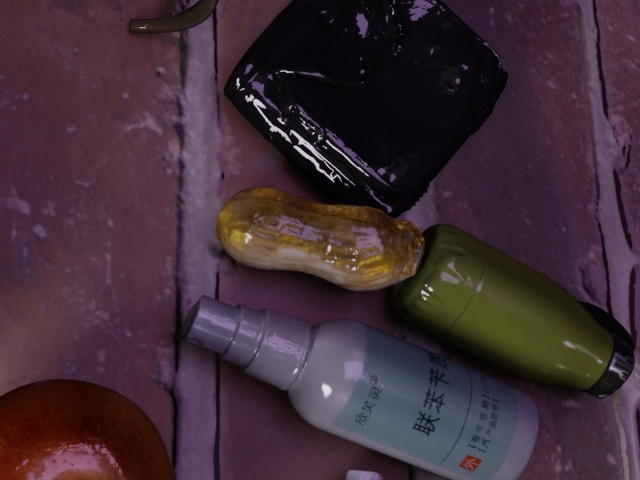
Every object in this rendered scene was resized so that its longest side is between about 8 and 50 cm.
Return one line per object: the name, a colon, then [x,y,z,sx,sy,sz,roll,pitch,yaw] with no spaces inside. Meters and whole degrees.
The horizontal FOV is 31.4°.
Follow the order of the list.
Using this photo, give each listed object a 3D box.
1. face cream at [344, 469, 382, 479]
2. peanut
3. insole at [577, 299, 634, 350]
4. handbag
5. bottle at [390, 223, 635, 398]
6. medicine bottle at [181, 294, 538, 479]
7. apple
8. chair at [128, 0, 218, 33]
face cream: [0.009,0.321,1.042,0.075,0.075,0.229,25,66,-15]
peanut: [0.000,0.000,1.120,0.207,0.087,0.087,10,69,-5]
insole: [0.276,0.085,1.273,0.188,0.004,0.064,32,64,-12]
handbag: [0.057,-0.172,1.218,0.244,0.088,0.275,43,63,-2]
bottle: [0.206,0.083,1.182,0.260,0.112,0.112,27,65,-14]
medicine bottle: [0.036,0.136,1.092,0.352,0.110,0.110,24,66,-15]
apple: [-0.212,0.230,0.918,0.210,0.173,0.235,-16,82,-27]
chair: [-0.180,-0.355,1.115,0.166,0.188,0.272,7,68,-21]
